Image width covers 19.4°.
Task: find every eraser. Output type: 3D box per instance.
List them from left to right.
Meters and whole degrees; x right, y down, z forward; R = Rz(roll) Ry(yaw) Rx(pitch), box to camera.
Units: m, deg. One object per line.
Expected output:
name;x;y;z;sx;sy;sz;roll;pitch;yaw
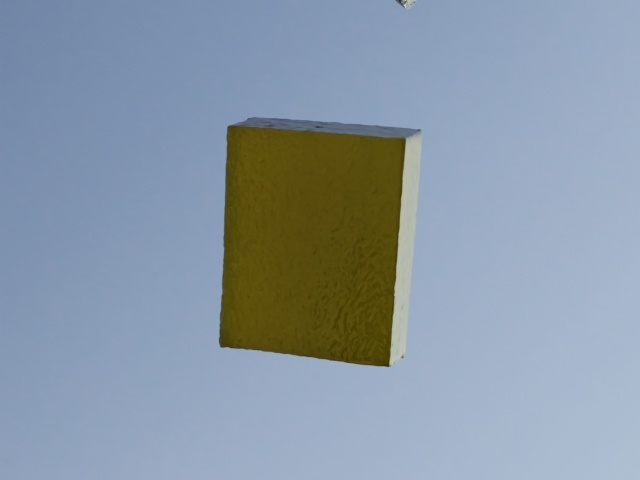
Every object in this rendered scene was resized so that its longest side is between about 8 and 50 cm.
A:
eraser;0.000;0.000;0.983;0.045;0.097;0.122;-24;-63;-72

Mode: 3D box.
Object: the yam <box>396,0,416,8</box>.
yam;0.015;-0.132;0.676;0.043;0.043;0.094;-40;-93;-28
